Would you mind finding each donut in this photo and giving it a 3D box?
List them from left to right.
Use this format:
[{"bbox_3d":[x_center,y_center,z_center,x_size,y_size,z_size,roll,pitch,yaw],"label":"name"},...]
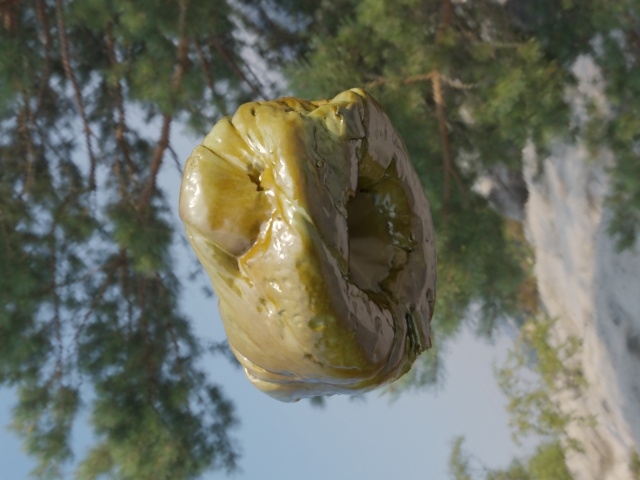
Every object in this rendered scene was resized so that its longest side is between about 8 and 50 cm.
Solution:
[{"bbox_3d":[0.000,0.000,1.050,0.360,0.170,0.361,23,-117,-56],"label":"donut"}]
